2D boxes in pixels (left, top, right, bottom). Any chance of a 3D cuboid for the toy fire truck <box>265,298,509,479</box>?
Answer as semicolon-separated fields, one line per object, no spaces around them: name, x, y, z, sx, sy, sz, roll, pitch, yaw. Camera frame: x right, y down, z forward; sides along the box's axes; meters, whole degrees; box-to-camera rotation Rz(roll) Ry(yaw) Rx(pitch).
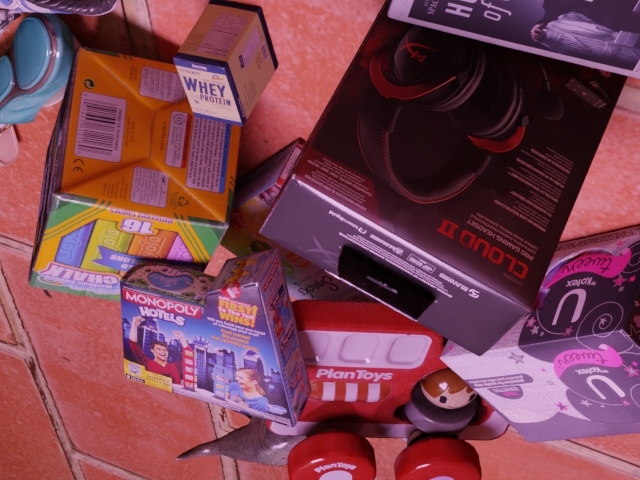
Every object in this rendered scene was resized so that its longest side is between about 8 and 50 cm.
toy fire truck;0.087;0.160;1.664;0.302;0.169;0.254;4;141;-11

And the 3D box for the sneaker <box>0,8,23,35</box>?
sneaker;-0.336;-0.230;1.539;0.032;0.083;0.037;24;107;6

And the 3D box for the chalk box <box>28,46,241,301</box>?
chalk box;-0.204;-0.044;1.573;0.179;0.180;0.289;10;154;-13

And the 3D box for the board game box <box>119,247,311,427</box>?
board game box;-0.103;0.082;1.507;0.194;0.060;0.194;15;132;11

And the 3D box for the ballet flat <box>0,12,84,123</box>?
ballet flat;-0.296;-0.185;1.585;0.087;0.083;0.247;-4;169;-31

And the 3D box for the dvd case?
dvd case;0.186;-0.208;1.153;0.238;0.030;0.179;12;150;-5

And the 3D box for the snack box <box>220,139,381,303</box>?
snack box;0.000;0.000;1.629;0.207;0.070;0.174;35;149;-17

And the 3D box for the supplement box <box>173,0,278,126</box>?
supplement box;-0.090;-0.171;1.427;0.056;0.083;0.083;13;147;23

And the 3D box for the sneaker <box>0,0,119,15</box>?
sneaker;-0.290;-0.266;1.470;0.211;0.080;0.081;17;173;14

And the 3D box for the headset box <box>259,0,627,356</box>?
headset box;0.101;-0.062;1.236;0.218;0.293;0.110;30;150;-3

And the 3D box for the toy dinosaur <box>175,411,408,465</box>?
toy dinosaur;-0.025;0.208;1.832;0.160;0.313;0.121;54;152;34

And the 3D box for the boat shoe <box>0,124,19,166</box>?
boat shoe;-0.388;-0.145;1.722;0.059;0.063;0.170;16;147;30

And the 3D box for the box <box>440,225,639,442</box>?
box;0.272;0.099;1.493;0.163;0.142;0.247;43;146;-25
